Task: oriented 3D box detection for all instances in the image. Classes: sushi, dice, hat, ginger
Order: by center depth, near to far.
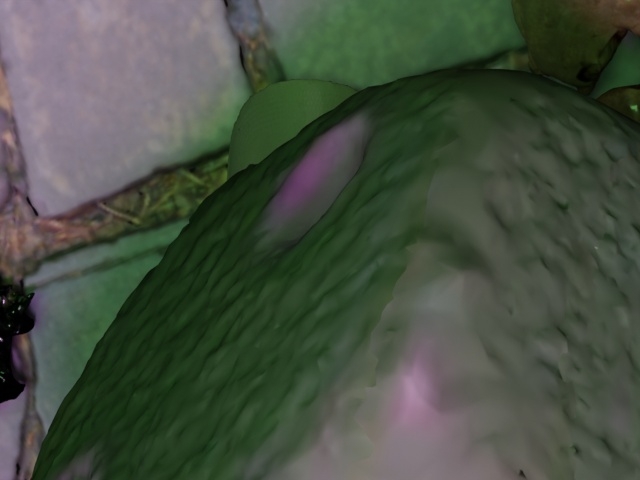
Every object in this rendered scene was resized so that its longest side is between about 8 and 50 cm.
[{"bbox_3d":[0.060,0.146,0.845,0.322,0.318,0.330,38,130,-20],"label":"dice"},{"bbox_3d":[0.181,-0.056,0.967,0.149,0.065,0.259,-15,97,51],"label":"ginger"},{"bbox_3d":[0.001,-0.005,1.033,0.122,0.081,0.166,-1,85,13],"label":"hat"},{"bbox_3d":[-0.212,0.062,1.103,0.084,0.056,0.083,13,99,15],"label":"sushi"}]
